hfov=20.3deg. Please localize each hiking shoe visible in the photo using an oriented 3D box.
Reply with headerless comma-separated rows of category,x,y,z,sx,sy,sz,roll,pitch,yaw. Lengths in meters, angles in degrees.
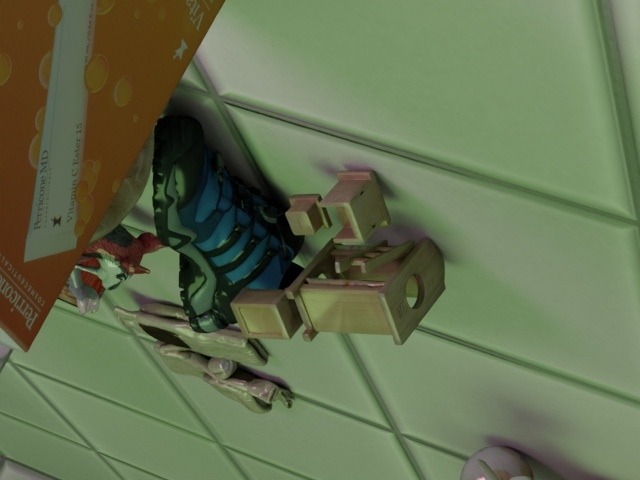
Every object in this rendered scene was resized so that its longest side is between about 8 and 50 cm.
hiking shoe,-0.084,-0.024,1.717,0.132,0.113,0.304,-7,147,4

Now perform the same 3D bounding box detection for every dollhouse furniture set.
dollhouse furniture set,0.000,0.000,1.655,0.182,0.101,0.161,1,124,35

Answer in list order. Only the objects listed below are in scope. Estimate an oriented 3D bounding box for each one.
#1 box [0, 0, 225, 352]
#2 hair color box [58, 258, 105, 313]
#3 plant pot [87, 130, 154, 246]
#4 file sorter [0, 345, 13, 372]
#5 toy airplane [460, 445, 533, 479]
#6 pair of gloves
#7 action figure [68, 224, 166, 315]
box,-0.224,-0.136,1.207,0.168,0.345,0.215,17,159,27
hair color box,-0.309,0.037,2.200,0.072,0.043,0.141,23,161,9
plant pot,-0.318,-0.070,1.606,0.334,0.334,0.305,36,147,-25
file sorter,-0.485,0.097,2.213,0.193,0.278,0.173,25,163,4
toy airplane,0.199,0.377,2.071,0.384,0.272,0.386,1,158,-29
pair of gloves,-0.146,0.154,2.287,0.204,0.042,0.240,19,160,22
action figure,-0.346,-0.033,1.960,0.370,0.276,0.248,6,-170,6
